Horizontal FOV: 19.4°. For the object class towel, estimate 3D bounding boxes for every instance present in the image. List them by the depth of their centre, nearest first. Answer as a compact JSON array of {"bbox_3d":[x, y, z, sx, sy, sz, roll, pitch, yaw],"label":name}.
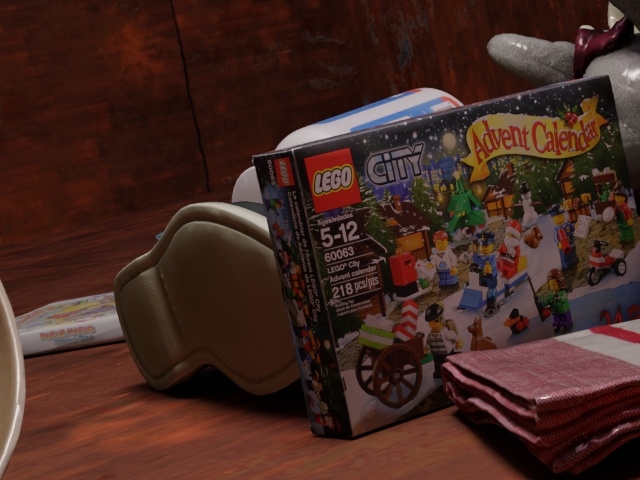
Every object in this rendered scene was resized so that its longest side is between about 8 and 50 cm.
[{"bbox_3d":[0.237,0.051,0.913,0.329,0.037,0.237,-11,3,-5],"label":"towel"}]

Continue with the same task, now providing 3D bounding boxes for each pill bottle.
[{"bbox_3d":[0.032,-0.048,1.597,0.221,0.124,0.124,-22,10,-42],"label":"pill bottle"}]

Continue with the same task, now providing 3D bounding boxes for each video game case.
[{"bbox_3d":[-0.209,0.072,1.755,0.206,0.026,0.227,-10,5,19],"label":"video game case"}]

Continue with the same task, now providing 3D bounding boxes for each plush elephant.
[{"bbox_3d":[0.288,-0.156,1.862,0.330,0.272,0.255,18,3,-31],"label":"plush elephant"}]

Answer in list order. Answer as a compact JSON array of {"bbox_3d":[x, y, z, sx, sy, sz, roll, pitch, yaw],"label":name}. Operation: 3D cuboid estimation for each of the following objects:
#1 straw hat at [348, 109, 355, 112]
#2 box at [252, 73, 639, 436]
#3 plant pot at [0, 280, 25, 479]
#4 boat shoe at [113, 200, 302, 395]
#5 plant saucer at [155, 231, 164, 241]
[{"bbox_3d":[0.062,-0.064,1.866,0.061,0.144,0.144,-50,-12,24],"label":"straw hat"},{"bbox_3d":[0.083,0.004,1.066,0.233,0.159,0.044,-16,6,-33],"label":"box"},{"bbox_3d":[-0.290,0.080,0.767,0.284,0.284,0.191,-18,-28,-51],"label":"plant pot"},{"bbox_3d":[-0.034,0.033,1.209,0.113,0.127,0.340,-19,-5,-23],"label":"boat shoe"},{"bbox_3d":[0.000,0.000,1.817,0.317,0.044,0.317,-6,5,1],"label":"plant saucer"}]
